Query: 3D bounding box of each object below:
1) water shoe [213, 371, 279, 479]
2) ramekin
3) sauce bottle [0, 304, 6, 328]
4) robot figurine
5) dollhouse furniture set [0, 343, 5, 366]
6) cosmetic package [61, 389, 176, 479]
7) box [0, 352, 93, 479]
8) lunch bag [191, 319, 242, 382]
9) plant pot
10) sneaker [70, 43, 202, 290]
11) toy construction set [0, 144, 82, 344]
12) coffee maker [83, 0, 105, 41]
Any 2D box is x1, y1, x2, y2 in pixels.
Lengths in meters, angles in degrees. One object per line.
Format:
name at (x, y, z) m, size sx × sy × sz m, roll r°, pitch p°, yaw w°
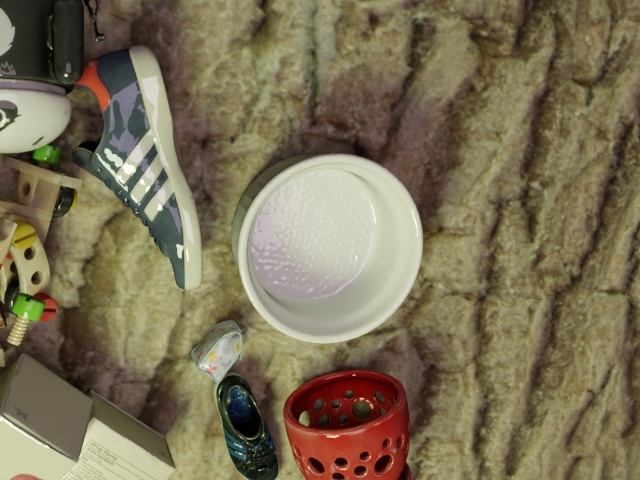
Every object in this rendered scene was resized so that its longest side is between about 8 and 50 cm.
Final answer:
water shoe at (-0.114, 0.304, 1.562) m, size 0.073 × 0.080 × 0.203 m, roll -25°, pitch 109°, yaw -10°
ramekin at (0.000, 0.000, 1.500) m, size 0.277 × 0.135 × 0.277 m, roll -4°, pitch 104°, yaw -17°
sauce bottle at (-0.507, 0.123, 1.419) m, size 0.128 × 0.042 × 0.042 m, roll -18°, pitch 107°, yaw -11°
robot figurine at (-0.401, -0.250, 1.279) m, size 0.173 × 0.209 × 0.278 m, roll -1°, pitch 88°, yaw -24°
dollhouse furniture set at (-0.510, 0.226, 1.369) m, size 0.182 × 0.161 × 0.101 m, roll -10°, pitch 114°, yaw -23°
cosmetic package at (-0.364, 0.388, 1.477) m, size 0.153 × 0.129 × 0.296 m, roll 40°, pitch 89°, yaw -20°
box at (-0.439, 0.297, 1.387) m, size 0.127 × 0.148 × 0.232 m, roll 40°, pitch 109°, yaw -20°
lunch bag at (-0.149, 0.162, 1.524) m, size 0.053 × 0.071 × 0.083 m, roll 37°, pitch 89°, yaw -20°
plant pot at (0.048, 0.317, 1.559) m, size 0.191 × 0.191 × 0.174 m, roll -15°, pitch 109°, yaw -14°
sneaker at (-0.260, -0.088, 1.412) m, size 0.148 × 0.131 × 0.350 m, roll -15°, pitch 101°, yaw -7°
toy construction set at (-0.412, -0.023, 1.291) m, size 0.257 × 0.309 × 0.237 m, roll 24°, pitch 89°, yaw -29°
coffee maker at (-0.240, -0.381, 1.360) m, size 0.178 × 0.120 × 0.171 m, roll -16°, pitch 130°, yaw -12°
